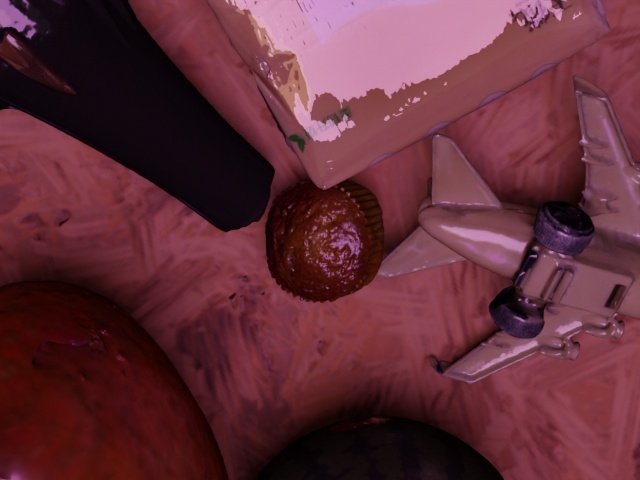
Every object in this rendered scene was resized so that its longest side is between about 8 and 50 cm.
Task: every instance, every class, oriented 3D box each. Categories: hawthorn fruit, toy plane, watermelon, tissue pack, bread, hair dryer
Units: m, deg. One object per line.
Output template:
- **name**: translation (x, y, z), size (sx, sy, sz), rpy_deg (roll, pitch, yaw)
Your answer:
- **hawthorn fruit**: translation (-0.170, 0.183, 1.146), size (0.307, 0.276, 0.276), rpy_deg (39, 102, -28)
- **toy plane**: translation (0.175, 0.014, 1.193), size (0.256, 0.104, 0.242), rpy_deg (21, 119, -2)
- **watermelon**: translation (0.039, 0.218, 1.186), size (0.212, 0.212, 0.212), rpy_deg (-1, 107, -3)
- **tissue pack**: translation (0.048, -0.161, 1.129), size (0.222, 0.090, 0.186), rpy_deg (-27, 103, 6)
- **bread**: translation (0.000, 0.000, 1.182), size (0.085, 0.053, 0.085), rpy_deg (5, 101, 29)
- **hair dryer**: translation (-0.239, -0.043, 1.171), size (0.359, 0.120, 0.303), rpy_deg (-38, 120, 19)
